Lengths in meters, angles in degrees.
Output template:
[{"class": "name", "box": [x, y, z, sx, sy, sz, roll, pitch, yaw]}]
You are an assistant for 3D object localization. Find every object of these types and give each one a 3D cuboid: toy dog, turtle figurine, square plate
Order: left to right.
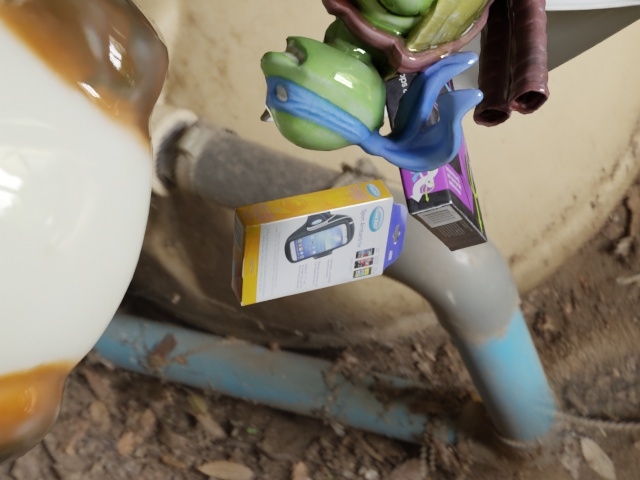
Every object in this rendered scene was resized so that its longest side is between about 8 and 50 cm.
[{"class": "toy dog", "box": [-0.265, -0.065, 0.503, 0.395, 0.408, 0.285, -10, 64, 66]}, {"class": "turtle figurine", "box": [0.008, -0.192, 0.515, 0.274, 0.198, 0.266, 35, 86, 26]}, {"class": "square plate", "box": [0.153, -0.218, 1.410, 0.344, 0.347, 0.049, -27, 74, 54]}]

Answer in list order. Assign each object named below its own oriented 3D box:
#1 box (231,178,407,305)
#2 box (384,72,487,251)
[{"class": "box", "box": [0.000, 0.000, 0.943, 0.136, 0.081, 0.028, -13, 44, -21]}, {"class": "box", "box": [0.062, -0.083, 0.731, 0.029, 0.116, 0.162, -16, 76, 14]}]
